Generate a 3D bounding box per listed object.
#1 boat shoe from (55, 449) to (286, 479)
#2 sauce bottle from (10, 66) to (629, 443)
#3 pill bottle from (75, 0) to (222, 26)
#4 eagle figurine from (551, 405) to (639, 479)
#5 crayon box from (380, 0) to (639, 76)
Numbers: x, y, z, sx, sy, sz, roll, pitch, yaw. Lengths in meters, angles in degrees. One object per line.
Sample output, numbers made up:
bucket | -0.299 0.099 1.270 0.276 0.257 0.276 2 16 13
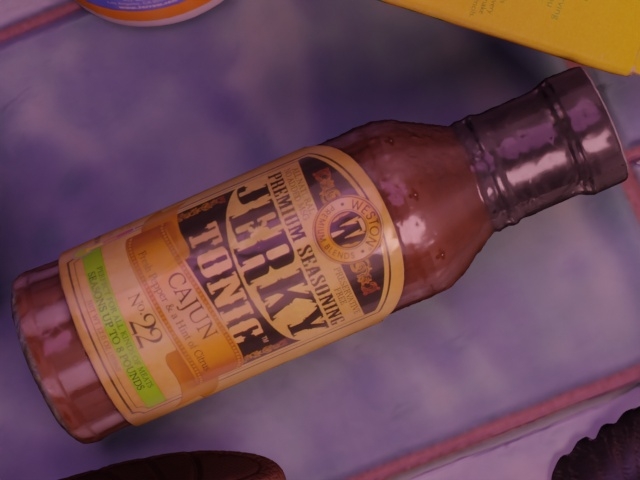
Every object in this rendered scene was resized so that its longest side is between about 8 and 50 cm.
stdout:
boat shoe | -0.135 0.184 0.951 0.257 0.095 0.095 -12 102 10
sauce bottle | 0.000 0.000 0.970 0.344 0.111 0.111 -25 65 3
pill bottle | -0.131 -0.251 1.012 0.152 0.272 0.152 -5 67 12
eagle figurine | 0.132 0.213 0.839 0.298 0.225 0.226 -15 107 -25
crayon box | 0.097 -0.215 0.949 0.319 0.081 0.202 15 101 -23
